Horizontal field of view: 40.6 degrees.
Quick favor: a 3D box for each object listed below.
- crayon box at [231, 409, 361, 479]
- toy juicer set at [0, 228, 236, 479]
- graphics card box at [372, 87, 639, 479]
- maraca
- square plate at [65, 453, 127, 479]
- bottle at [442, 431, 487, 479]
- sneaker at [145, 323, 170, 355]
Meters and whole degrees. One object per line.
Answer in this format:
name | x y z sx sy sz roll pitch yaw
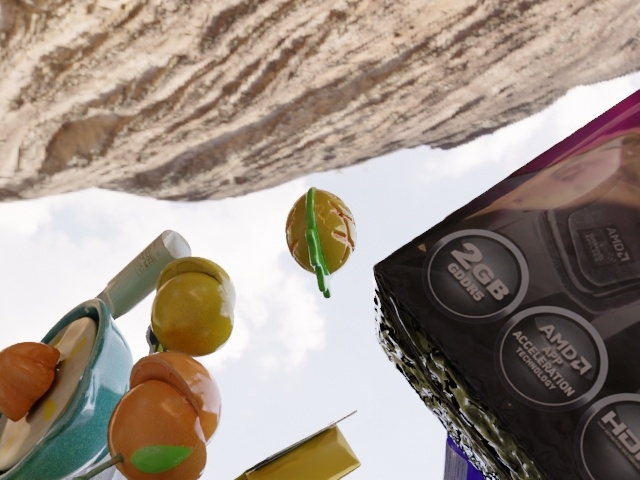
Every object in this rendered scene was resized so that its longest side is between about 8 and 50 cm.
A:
crayon box | -0.081 0.374 1.266 0.318 0.202 0.081 -44 -108 39
toy juicer set | -0.150 0.072 0.557 0.209 0.089 0.329 -49 -154 8
graphics card box | 0.235 0.012 0.393 0.371 0.094 0.233 -33 -115 -11
maraca | 0.000 0.000 1.187 0.099 0.185 0.127 -14 -61 10
square plate | -0.335 0.335 1.216 0.049 0.344 0.347 16 -109 14
bottle | 0.196 0.298 1.000 0.092 0.118 0.282 36 -42 44
sneaker | -0.212 0.140 1.162 0.035 0.031 0.083 11 -60 16
